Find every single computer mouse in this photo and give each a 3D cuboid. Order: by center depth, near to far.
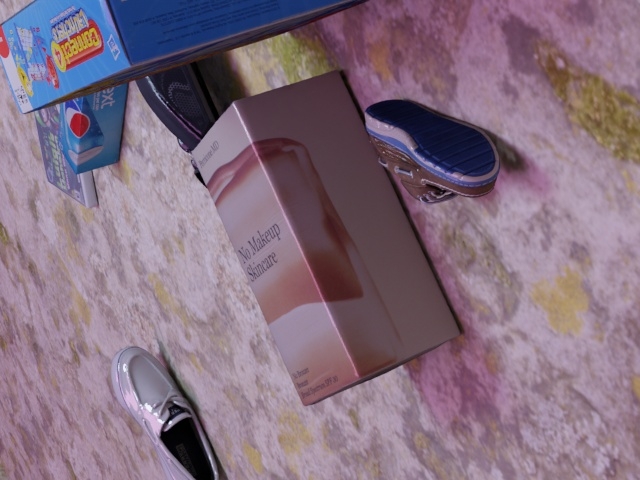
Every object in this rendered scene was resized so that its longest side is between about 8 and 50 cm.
[{"bbox_3d":[-0.163,-0.154,1.462,0.188,0.072,0.272,56,-171,-73],"label":"computer mouse"}]

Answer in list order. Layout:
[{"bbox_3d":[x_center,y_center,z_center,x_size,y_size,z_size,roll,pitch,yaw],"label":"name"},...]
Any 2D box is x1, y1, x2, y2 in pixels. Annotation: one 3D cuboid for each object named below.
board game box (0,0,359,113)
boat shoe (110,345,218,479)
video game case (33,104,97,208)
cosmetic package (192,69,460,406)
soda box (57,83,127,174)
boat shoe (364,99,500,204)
[{"bbox_3d":[-0.101,-0.212,1.120,0.302,0.308,0.086,-4,106,62],"label":"board game box"},{"bbox_3d":[-0.227,0.270,1.913,0.258,0.095,0.084,57,147,1],"label":"boat shoe"},{"bbox_3d":[-0.418,-0.162,2.023,0.173,0.022,0.190,28,132,52],"label":"video game case"},{"bbox_3d":[0.000,0.000,1.270,0.296,0.129,0.153,65,153,9],"label":"cosmetic package"},{"bbox_3d":[-0.324,-0.191,1.782,0.067,0.071,0.210,54,149,27],"label":"soda box"},{"bbox_3d":[0.103,-0.071,1.120,0.183,0.066,0.066,-136,31,-56],"label":"boat shoe"}]
